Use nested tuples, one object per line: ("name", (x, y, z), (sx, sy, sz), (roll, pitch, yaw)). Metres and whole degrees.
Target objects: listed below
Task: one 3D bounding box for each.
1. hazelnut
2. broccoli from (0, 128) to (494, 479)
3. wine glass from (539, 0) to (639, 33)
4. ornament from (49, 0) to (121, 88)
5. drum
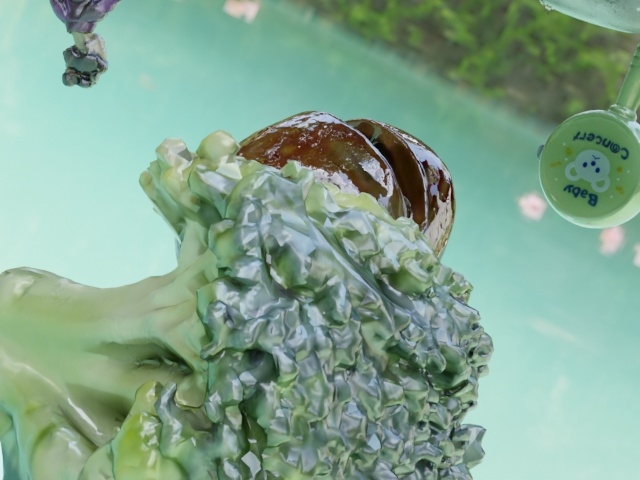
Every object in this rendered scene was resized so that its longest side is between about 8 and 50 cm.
("hazelnut", (0.000, 0.000, 1.610), (0.251, 0.217, 0.217), (-10, 31, -36))
("broccoli", (-0.082, 0.109, 0.946), (0.293, 0.348, 0.281), (-23, 35, -37))
("wine glass", (0.307, -0.234, 1.608), (0.241, 0.126, 0.126), (16, 1, 36))
("ornament", (-0.187, -0.228, 1.556), (0.081, 0.203, 0.088), (-9, 20, -15))
("drum", (0.284, -0.137, 1.841), (0.130, 0.253, 0.049), (9, -2, 27))
